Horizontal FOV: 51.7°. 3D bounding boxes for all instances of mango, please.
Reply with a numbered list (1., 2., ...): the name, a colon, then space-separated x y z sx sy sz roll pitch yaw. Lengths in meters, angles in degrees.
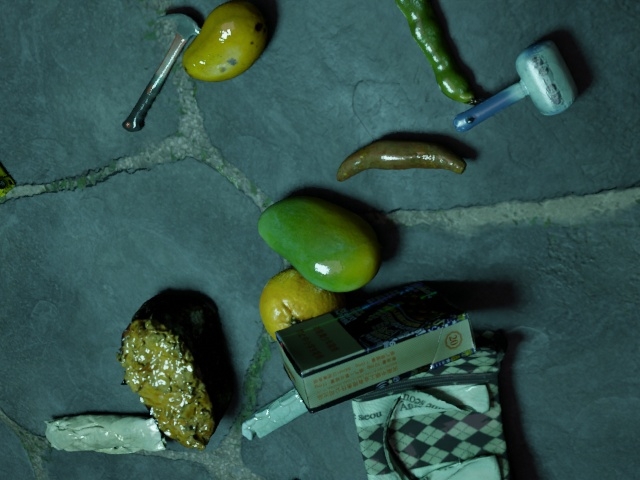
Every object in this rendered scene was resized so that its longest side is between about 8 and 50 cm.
1. mango: 0.000 0.000 1.258 0.251 0.114 0.156 31 87 21
2. mango: -0.167 -0.351 1.190 0.115 0.090 0.178 22 127 -33

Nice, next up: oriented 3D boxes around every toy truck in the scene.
1. toy truck: -0.757 -0.143 1.543 0.049 0.054 0.083 -28 100 29

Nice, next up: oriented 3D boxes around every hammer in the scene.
1. hammer: -0.316 -0.322 1.302 0.111 0.033 0.287 41 121 0
2. hammer: 0.304 -0.228 1.061 0.194 0.069 0.116 -28 100 20

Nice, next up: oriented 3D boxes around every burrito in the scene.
1. burrito: -0.567 0.511 1.736 0.393 0.076 0.117 -9 109 24

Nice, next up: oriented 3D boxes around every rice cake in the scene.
1. rice cake: -0.054 0.358 1.473 0.336 0.066 0.063 -40 85 29

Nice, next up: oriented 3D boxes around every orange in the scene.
1. orange: -0.036 0.138 1.323 0.178 0.155 0.177 16 121 29

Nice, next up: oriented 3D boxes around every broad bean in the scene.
1. broad bean: 0.186 -0.328 1.089 0.256 0.052 0.053 59 159 -12

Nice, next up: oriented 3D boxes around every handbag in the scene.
1. handbag: 0.235 0.377 1.317 0.317 0.180 0.415 -9 104 16

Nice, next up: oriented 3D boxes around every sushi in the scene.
1. sushi: -0.336 0.295 1.481 0.235 0.207 0.348 -10 110 18

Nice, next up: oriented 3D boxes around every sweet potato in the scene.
1. sweet potato: 0.133 -0.148 1.185 0.256 0.058 0.078 -3 131 27

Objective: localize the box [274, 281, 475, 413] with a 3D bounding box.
1. box: 0.089 0.181 1.181 0.310 0.198 0.084 -18 107 -12
